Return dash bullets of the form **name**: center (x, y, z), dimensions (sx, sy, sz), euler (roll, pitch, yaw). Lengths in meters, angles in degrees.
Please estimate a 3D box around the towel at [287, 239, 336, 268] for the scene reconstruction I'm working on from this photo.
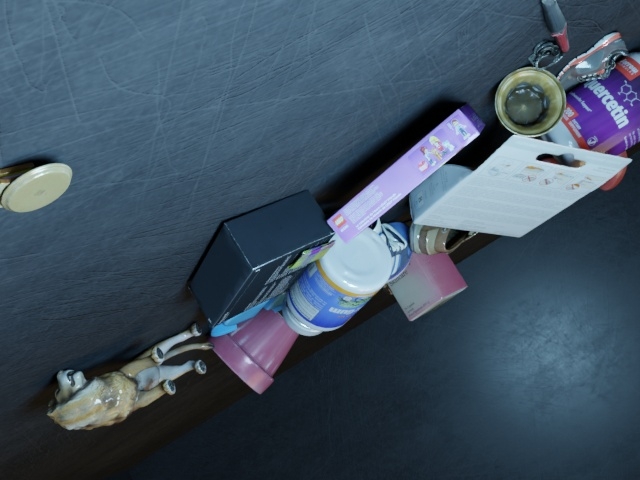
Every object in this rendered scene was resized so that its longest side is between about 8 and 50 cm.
- **towel**: center (-0.014, 0.025, 1.300), dimensions (0.083, 0.009, 0.060), euler (-22, 164, -38)

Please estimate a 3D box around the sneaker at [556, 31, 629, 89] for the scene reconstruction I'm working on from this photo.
- **sneaker**: center (0.538, -0.341, 1.479), dimensions (0.158, 0.065, 0.061), euler (-41, 164, 35)

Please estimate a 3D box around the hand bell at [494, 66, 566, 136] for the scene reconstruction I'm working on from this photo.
- **hand bell**: center (0.382, -0.247, 1.451), dimensions (0.126, 0.126, 0.242), euler (-31, 178, 2)

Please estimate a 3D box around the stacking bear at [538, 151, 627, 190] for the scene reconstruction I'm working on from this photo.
- **stacking bear**: center (0.763, -0.217, 2.250), dimensions (0.289, 0.175, 0.164), euler (-17, 165, -22)

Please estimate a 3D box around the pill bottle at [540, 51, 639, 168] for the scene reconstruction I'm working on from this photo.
- **pill bottle**: center (0.660, -0.294, 1.665), dimensions (0.323, 0.181, 0.181), euler (-34, 166, 9)

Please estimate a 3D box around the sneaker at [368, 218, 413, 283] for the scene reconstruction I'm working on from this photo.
- **sneaker**: center (0.140, 0.006, 1.741), dimensions (0.323, 0.130, 0.236), euler (-37, 160, -32)

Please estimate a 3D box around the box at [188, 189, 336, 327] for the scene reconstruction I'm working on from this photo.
- **box**: center (-0.113, 0.037, 1.352), dimensions (0.184, 0.103, 0.261), euler (-27, 167, -34)

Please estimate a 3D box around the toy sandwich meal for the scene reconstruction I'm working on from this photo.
- **toy sandwich meal**: center (-0.298, -0.059, 0.766), dimensions (0.085, 0.029, 0.085), euler (-34, 168, -8)

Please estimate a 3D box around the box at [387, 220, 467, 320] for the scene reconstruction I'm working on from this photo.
- **box**: center (0.263, 0.077, 2.031), dimensions (0.127, 0.232, 0.148), euler (-18, 161, -42)

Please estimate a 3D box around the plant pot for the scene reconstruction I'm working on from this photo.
- **plant pot**: center (-0.162, 0.260, 1.909), dimensions (0.180, 0.201, 0.201), euler (-45, 169, -9)

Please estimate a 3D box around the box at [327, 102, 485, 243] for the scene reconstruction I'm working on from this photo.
- **box**: center (0.156, -0.122, 1.315), dimensions (0.293, 0.057, 0.201), euler (-40, 180, 20)

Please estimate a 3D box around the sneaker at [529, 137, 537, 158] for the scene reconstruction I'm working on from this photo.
- **sneaker**: center (0.530, -0.225, 1.901), dimensions (0.047, 0.057, 0.119), euler (-33, 168, 1)

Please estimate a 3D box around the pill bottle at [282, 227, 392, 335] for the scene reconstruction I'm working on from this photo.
- **pill bottle**: center (0.020, 0.090, 1.492), dimensions (0.152, 0.152, 0.272), euler (-22, 162, -33)

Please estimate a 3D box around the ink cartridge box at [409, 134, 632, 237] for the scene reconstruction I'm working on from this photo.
- **ink cartridge box**: center (0.420, -0.134, 1.624), dimensions (0.308, 0.091, 0.385), euler (7, 152, -23)

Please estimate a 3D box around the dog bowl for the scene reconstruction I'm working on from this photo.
- **dog bowl**: center (-0.132, 0.118, 1.672), dimensions (0.297, 0.074, 0.166), euler (-20, 163, -35)

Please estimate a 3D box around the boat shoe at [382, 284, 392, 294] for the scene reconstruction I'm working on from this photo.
- **boat shoe**: center (0.212, 0.109, 2.348), dimensions (0.095, 0.112, 0.335), euler (-14, 162, 6)

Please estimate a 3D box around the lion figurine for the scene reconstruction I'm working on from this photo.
- **lion figurine**: center (-0.399, 0.303, 1.630), dimensions (0.240, 0.142, 0.392), euler (-27, 172, 15)

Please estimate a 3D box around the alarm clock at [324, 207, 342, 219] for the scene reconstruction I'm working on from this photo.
- **alarm clock**: center (0.000, 0.000, 1.564), dimensions (0.192, 0.064, 0.129), euler (-30, 167, 11)

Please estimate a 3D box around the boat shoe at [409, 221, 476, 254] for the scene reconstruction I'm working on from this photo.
- **boat shoe**: center (0.354, -0.052, 1.866), dimensions (0.116, 0.123, 0.324), euler (15, -139, 40)

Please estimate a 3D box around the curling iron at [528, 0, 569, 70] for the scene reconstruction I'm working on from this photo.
- **curling iron**: center (0.371, -0.335, 1.200), dimensions (0.068, 0.035, 0.274), euler (-34, 167, 11)
